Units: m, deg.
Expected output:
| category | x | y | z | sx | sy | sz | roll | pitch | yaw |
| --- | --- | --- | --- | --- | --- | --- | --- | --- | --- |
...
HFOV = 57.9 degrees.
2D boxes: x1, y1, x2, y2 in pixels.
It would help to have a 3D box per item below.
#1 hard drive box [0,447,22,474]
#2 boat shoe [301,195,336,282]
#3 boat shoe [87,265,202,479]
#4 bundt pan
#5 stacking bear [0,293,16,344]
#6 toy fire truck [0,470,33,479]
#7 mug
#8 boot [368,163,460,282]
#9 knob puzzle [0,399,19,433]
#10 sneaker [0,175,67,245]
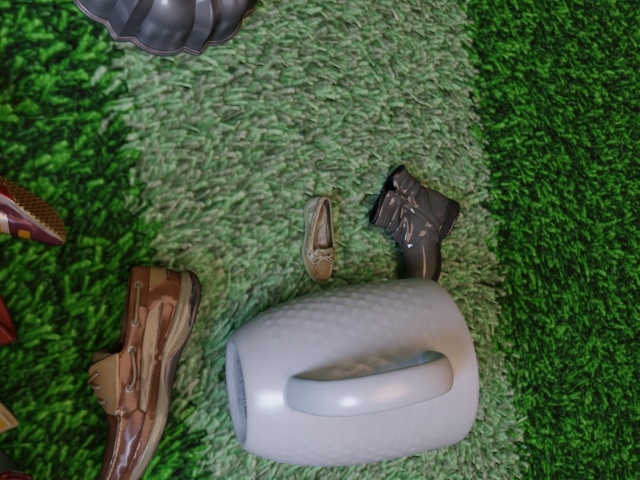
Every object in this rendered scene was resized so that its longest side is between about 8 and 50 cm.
| category | x | y | z | sx | sy | sz | roll | pitch | yaw |
| --- | --- | --- | --- | --- | --- | --- | --- | --- | --- |
| hard drive box | -0.444 | 0.416 | 0.758 | 0.181 | 0.089 | 0.232 | -36 | 107 | -22 |
| boat shoe | 0.002 | -0.001 | 1.005 | 0.056 | 0.048 | 0.152 | -1 | 92 | -28 |
| boat shoe | -0.273 | 0.189 | 0.835 | 0.120 | 0.123 | 0.323 | 19 | 75 | -22 |
| bundt pan | -0.215 | -0.443 | 0.831 | 0.331 | 0.124 | 0.330 | -2 | 94 | -28 |
| stacking bear | -0.543 | 0.104 | 0.660 | 0.289 | 0.175 | 0.164 | -25 | 85 | -16 |
| toy fire truck | -0.377 | 0.383 | 0.665 | 0.047 | 0.135 | 0.191 | 17 | 83 | -28 |
| mug | 0.044 | 0.202 | 0.856 | 0.329 | 0.374 | 0.275 | -5 | 83 | -19 |
| boot | 0.152 | -0.006 | 1.080 | 0.161 | 0.083 | 0.246 | 27 | 74 | -20 |
| knob puzzle | -0.494 | 0.236 | 0.694 | 0.213 | 0.030 | 0.213 | -24 | 143 | -20 |
| sneaker | -0.434 | -0.035 | 0.767 | 0.084 | 0.069 | 0.185 | -46 | 121 | 9 |
